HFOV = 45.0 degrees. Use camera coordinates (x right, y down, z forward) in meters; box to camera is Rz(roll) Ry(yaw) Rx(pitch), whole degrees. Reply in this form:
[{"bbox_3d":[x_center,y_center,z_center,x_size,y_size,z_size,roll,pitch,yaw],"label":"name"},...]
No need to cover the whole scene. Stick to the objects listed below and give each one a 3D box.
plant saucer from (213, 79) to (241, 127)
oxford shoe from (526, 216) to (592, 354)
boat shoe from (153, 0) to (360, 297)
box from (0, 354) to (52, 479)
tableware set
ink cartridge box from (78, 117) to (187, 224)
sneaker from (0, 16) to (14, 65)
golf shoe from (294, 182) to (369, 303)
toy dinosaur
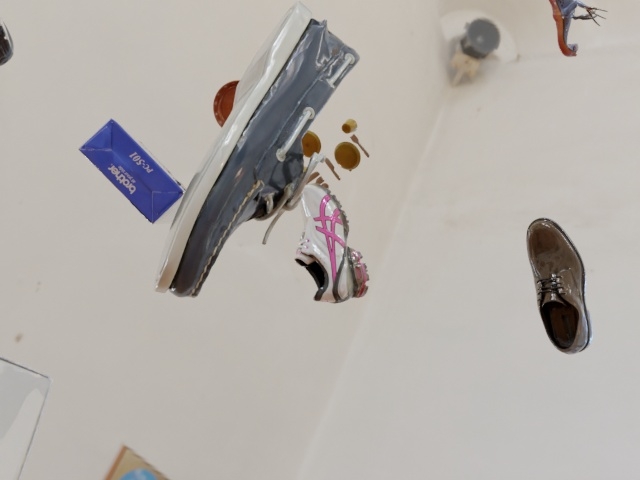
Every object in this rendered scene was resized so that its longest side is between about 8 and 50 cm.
[{"bbox_3d":[-0.116,-0.194,1.136,0.083,0.013,0.084,3,-70,9],"label":"plant saucer"},{"bbox_3d":[0.381,0.070,1.238,0.082,0.227,0.096,-20,-11,28],"label":"oxford shoe"},{"bbox_3d":[-0.042,-0.062,0.571,0.079,0.255,0.095,31,-30,-16],"label":"boat shoe"},{"bbox_3d":[-0.325,0.188,0.597,0.126,0.149,0.232,29,-45,-24],"label":"box"},{"bbox_3d":[0.008,-0.145,1.276,0.154,0.024,0.104,-34,-86,38],"label":"tableware set"},{"bbox_3d":[-0.183,-0.065,0.806,0.097,0.046,0.207,46,-3,-5],"label":"ink cartridge box"},{"bbox_3d":[-0.539,-0.377,1.108,0.110,0.122,0.283,-35,-74,21],"label":"sneaker"},{"bbox_3d":[0.000,0.000,1.082,0.085,0.186,0.067,-10,-26,-25],"label":"golf shoe"},{"bbox_3d":[0.223,-0.213,0.708,0.090,0.082,0.047,23,5,27],"label":"toy dinosaur"}]
